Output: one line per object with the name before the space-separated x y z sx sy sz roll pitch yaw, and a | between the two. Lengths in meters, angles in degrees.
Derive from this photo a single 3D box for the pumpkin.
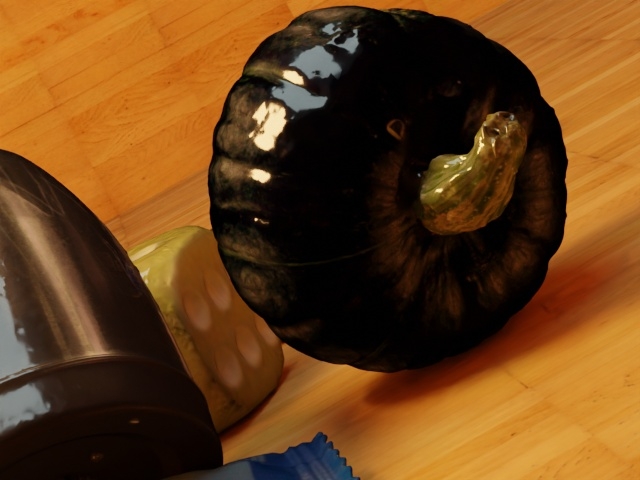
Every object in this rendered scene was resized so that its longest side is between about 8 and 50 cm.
pumpkin | 0.067 -0.034 1.279 0.296 0.295 0.296 -27 10 5

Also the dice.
dice | -0.148 0.095 1.502 0.169 0.166 0.169 -23 12 25

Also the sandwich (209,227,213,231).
sandwich | 0.000 0.000 1.722 0.236 0.122 0.128 -30 14 -24

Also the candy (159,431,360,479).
candy | -0.122 0.224 1.083 0.331 0.077 0.187 -31 17 -3

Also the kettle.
kettle | -0.217 0.087 1.254 0.228 0.321 0.324 -31 55 4
